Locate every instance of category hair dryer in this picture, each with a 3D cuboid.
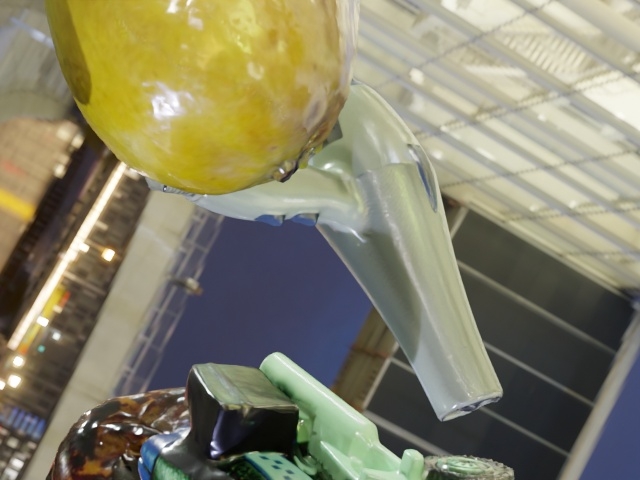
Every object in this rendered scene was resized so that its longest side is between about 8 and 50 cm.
[{"bbox_3d":[0.031,0.024,0.859,0.119,0.296,0.298,-37,179,34],"label":"hair dryer"}]

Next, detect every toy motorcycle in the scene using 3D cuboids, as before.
[{"bbox_3d":[0.020,0.167,0.498,0.331,0.196,0.125,32,-69,54],"label":"toy motorcycle"}]

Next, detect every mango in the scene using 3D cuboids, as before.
[{"bbox_3d":[-0.055,-0.142,0.566,0.130,0.167,0.261,-27,-140,33],"label":"mango"}]

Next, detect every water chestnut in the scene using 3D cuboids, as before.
[{"bbox_3d":[-0.153,0.288,1.237,0.300,0.300,0.300,-56,-167,21],"label":"water chestnut"}]
